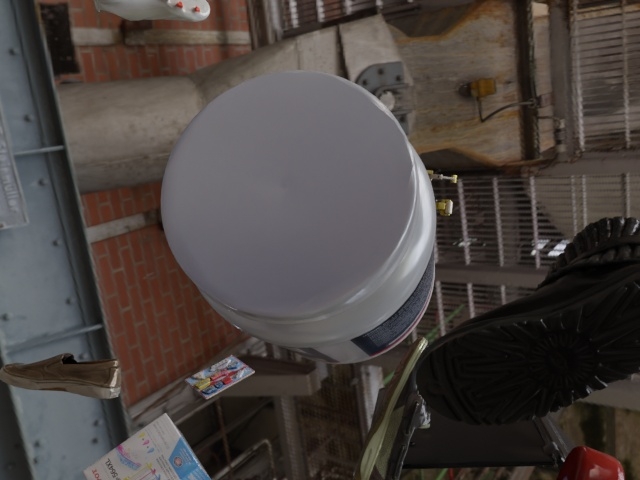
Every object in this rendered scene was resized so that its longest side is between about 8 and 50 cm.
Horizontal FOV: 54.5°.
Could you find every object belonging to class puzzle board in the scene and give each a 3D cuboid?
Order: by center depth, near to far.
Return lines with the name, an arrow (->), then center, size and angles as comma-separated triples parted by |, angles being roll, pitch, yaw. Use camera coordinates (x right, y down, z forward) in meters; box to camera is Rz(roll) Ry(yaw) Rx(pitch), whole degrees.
puzzle board -> -0.227, 0.302, 1.392 | 0.096, 0.128, 0.011 | 22, -53, 46

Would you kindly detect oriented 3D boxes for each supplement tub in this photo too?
supplement tub -> 0.000, 0.000, 0.521 | 0.191, 0.272, 0.191 | -3, -105, 9

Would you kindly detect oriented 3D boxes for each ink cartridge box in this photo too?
ink cartridge box -> -0.234, 0.319, 0.824 | 0.092, 0.143, 0.089 | 46, -21, 28

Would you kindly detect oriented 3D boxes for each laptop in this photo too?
laptop -> 0.306, 0.395, 1.046 | 0.236, 0.382, 0.408 | -40, -92, 10

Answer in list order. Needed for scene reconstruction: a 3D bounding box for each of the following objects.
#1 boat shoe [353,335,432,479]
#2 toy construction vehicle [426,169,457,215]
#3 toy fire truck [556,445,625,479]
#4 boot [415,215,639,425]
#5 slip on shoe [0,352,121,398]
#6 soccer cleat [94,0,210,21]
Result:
boat shoe -> 0.120, 0.248, 0.880 | 0.074, 0.223, 0.080 | 26, -16, 7
toy construction vehicle -> 0.185, -0.082, 1.090 | 0.098, 0.035, 0.085 | 9, -90, 13
toy fire truck -> 0.240, 0.329, 0.480 | 0.170, 0.254, 0.302 | 18, -47, 15
boot -> 0.298, 0.097, 0.811 | 0.348, 0.260, 0.131 | -22, -79, 17
slip on shoe -> -0.283, 0.142, 0.681 | 0.136, 0.051, 0.041 | 7, -91, 12
soccer cleat -> -0.294, -0.414, 1.083 | 0.076, 0.196, 0.068 | 134, -44, -58
